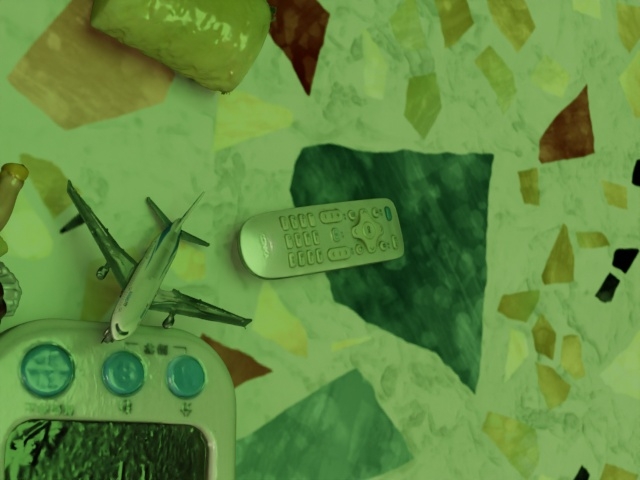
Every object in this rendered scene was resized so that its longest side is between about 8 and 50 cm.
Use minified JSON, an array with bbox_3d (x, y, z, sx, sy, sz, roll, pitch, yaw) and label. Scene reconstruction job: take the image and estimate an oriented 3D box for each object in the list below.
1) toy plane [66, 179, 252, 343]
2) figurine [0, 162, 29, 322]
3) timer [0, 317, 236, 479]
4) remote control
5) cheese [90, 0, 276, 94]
[{"bbox_3d":[-0.160,0.031,1.090,0.226,0.058,0.226,38,37,-12],"label":"toy plane"},{"bbox_3d":[-0.327,0.026,0.985,0.174,0.116,0.240,34,48,-24],"label":"figurine"},{"bbox_3d":[-0.206,0.195,1.068,0.262,0.087,0.237,8,78,-31],"label":"timer"},{"bbox_3d":[0.000,0.000,1.255,0.229,0.044,0.073,-9,82,-41],"label":"remote control"},{"bbox_3d":[-0.139,-0.233,1.168,0.167,0.094,0.123,27,71,-26],"label":"cheese"}]
